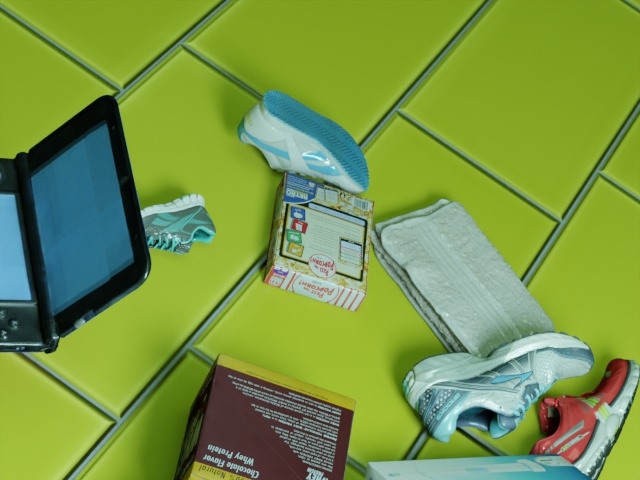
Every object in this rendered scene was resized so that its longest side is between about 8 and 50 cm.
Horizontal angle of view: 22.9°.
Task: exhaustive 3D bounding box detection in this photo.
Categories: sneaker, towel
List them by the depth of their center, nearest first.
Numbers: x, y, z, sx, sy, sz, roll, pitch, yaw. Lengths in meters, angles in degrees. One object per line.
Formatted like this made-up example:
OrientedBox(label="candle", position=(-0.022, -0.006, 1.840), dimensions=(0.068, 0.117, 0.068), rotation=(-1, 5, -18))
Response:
OrientedBox(label="sneaker", position=(0.261, 0.217, 2.221), dimensions=(0.283, 0.110, 0.122), rotation=(-12, 57, -15))
OrientedBox(label="sneaker", position=(-0.214, -0.011, 2.226), dimensions=(0.166, 0.065, 0.076), rotation=(-23, 68, -37))
OrientedBox(label="sneaker", position=(0.376, 0.245, 2.268), dimensions=(0.118, 0.107, 0.279), rotation=(24, 39, 15))
OrientedBox(label="towel", position=(0.213, 0.062, 2.382), dimensions=(0.187, 0.049, 0.282), rotation=(-21, 63, -37))
OrientedBox(label="sneaker", position=(-0.022, -0.139, 2.421), dimensions=(0.228, 0.092, 0.087), rotation=(34, 39, -23))

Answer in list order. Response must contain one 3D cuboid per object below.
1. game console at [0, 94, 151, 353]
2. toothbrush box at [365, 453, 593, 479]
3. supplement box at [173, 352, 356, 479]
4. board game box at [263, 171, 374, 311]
OrientedBox(label="game console", position=(-0.365, -0.029, 1.903), dimensions=(0.250, 0.173, 0.293), rotation=(2, 51, -25))
OrientedBox(label="toothbrush box", position=(0.223, 0.369, 1.994), dimensions=(0.295, 0.126, 0.216), rotation=(2, 15, -27))
OrientedBox(label="supplement box", position=(-0.076, 0.279, 1.988), dimensions=(0.191, 0.129, 0.194), rotation=(20, 45, -10))
OrientedBox(label="board game box", position=(0.000, 0.000, 2.332), dimensions=(0.146, 0.045, 0.193), rotation=(18, 46, -11))
